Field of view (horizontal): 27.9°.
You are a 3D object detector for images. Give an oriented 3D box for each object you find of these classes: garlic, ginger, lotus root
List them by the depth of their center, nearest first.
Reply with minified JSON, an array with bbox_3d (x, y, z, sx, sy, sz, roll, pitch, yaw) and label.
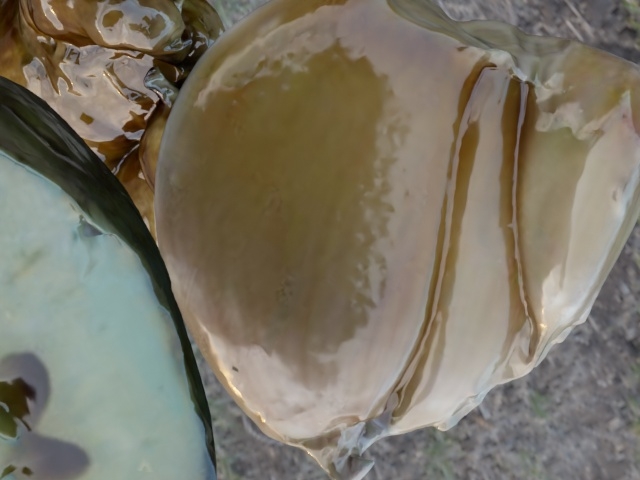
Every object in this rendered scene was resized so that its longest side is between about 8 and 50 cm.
[{"bbox_3d":[-0.186,0.040,0.489,0.250,0.346,0.250,-8,109,-25],"label":"lotus root"},{"bbox_3d":[0.028,-0.011,0.613,0.217,0.110,0.228,24,103,5],"label":"garlic"},{"bbox_3d":[-0.097,-0.077,0.901,0.357,0.152,0.274,48,150,-4],"label":"ginger"}]
